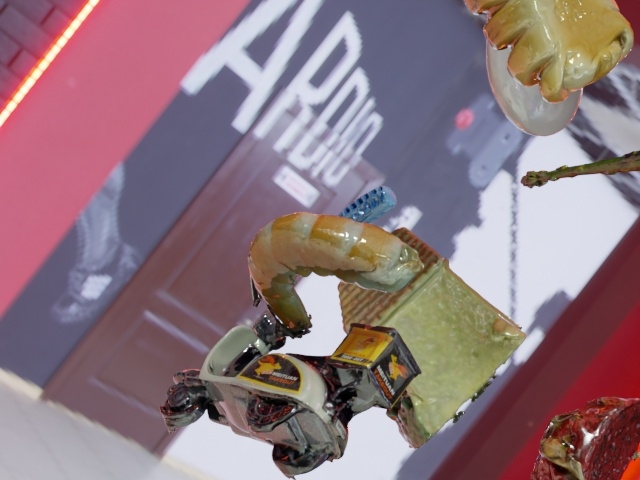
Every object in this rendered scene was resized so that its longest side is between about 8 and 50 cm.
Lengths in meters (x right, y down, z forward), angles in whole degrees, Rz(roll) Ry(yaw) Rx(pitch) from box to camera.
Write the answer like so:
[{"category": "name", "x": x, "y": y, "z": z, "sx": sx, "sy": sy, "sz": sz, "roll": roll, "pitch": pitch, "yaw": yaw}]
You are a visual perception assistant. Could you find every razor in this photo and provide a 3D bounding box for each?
[{"category": "razor", "x": 0.000, "y": 0.000, "z": 1.535, "sx": 0.042, "sy": 0.253, "sz": 0.082, "roll": 23, "pitch": 44, "yaw": -40}]

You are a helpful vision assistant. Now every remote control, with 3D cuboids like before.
[{"category": "remote control", "x": 0.334, "y": -0.324, "z": 1.809, "sx": 0.103, "sy": 0.332, "sz": 0.221, "roll": -5, "pitch": -12, "yaw": 42}]

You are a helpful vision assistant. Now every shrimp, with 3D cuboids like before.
[{"category": "shrimp", "x": 0.010, "y": 0.044, "z": 1.063, "sx": 0.161, "sy": 0.049, "sz": 0.166, "roll": 14, "pitch": -45, "yaw": 10}]

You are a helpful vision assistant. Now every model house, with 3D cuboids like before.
[{"category": "model house", "x": 0.141, "y": 0.144, "z": 1.828, "sx": 0.266, "sy": 0.261, "sz": 0.321, "roll": 45, "pitch": -1, "yaw": 3}]

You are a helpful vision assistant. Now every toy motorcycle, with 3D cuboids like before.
[{"category": "toy motorcycle", "x": -0.046, "y": 0.140, "z": 1.136, "sx": 0.263, "sy": 0.157, "sz": 0.091, "roll": 5, "pitch": -47, "yaw": 48}]

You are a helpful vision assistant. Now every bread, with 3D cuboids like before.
[{"category": "bread", "x": 0.251, "y": -0.322, "z": 1.441, "sx": 0.311, "sy": 0.172, "sz": 0.121, "roll": 60, "pitch": -29, "yaw": 4}]

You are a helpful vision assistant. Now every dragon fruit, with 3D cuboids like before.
[{"category": "dragon fruit", "x": 0.238, "y": 0.192, "z": 1.082, "sx": 0.083, "sy": 0.162, "sz": 0.106, "roll": 25, "pitch": -24, "yaw": 36}]

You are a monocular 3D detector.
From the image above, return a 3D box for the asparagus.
[{"category": "asparagus", "x": 0.275, "y": -0.073, "z": 1.207, "sx": 0.023, "sy": 0.022, "sz": 0.233, "roll": 10, "pitch": -8, "yaw": -27}]
